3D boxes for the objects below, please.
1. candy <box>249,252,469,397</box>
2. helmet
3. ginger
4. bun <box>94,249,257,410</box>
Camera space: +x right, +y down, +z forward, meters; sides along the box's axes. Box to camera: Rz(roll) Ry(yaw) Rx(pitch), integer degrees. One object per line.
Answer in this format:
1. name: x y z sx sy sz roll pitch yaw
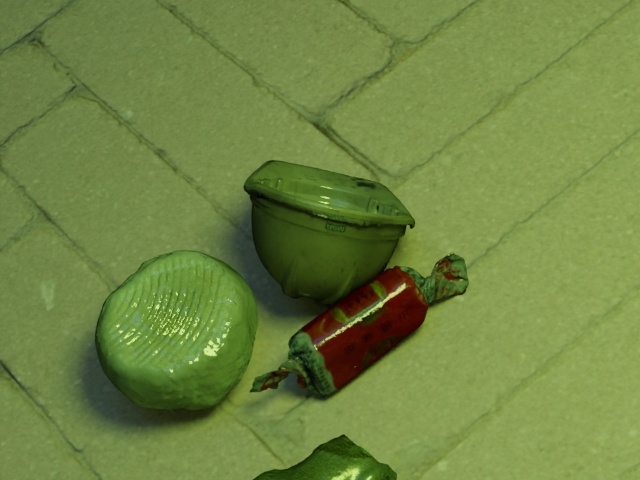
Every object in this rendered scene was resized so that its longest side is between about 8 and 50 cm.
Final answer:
1. candy: 0.047 0.100 1.846 0.292 0.086 0.059 -34 42 -10
2. helmet: -0.001 0.002 1.910 0.204 0.137 0.257 13 11 -3
3. ginger: -0.049 0.311 1.708 0.290 0.089 0.137 -26 67 -8
4. bun: -0.162 0.110 1.889 0.195 0.118 0.195 -8 56 12
